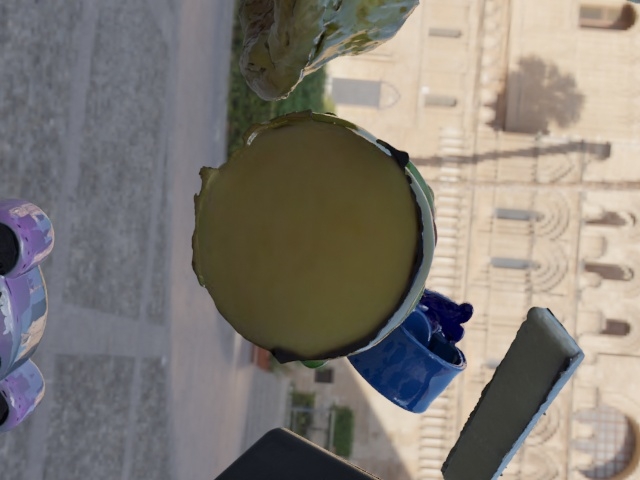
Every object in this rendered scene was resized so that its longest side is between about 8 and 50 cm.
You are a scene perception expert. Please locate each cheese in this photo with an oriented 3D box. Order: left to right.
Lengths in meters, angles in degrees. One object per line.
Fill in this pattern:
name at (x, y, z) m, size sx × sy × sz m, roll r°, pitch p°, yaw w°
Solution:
cheese at (0.234, 0.229, 1.207) m, size 0.085 × 0.034 × 0.400 m, roll 51°, pitch -34°, yaw 29°

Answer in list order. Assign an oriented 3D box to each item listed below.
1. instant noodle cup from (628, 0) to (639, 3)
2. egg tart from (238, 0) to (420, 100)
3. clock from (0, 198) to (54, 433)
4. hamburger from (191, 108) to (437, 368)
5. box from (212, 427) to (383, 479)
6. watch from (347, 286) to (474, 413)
instant noodle cup at (0.440, -0.354, 1.077) m, size 0.185 × 0.168 × 0.169 m, roll -150°, pitch -118°, yaw -62°
egg tart at (0.023, -0.313, 0.883) m, size 0.388 × 0.169 × 0.388 m, roll -167°, pitch -90°, yaw -76°
clock at (-0.340, 0.045, 0.745) m, size 0.090 × 0.247 × 0.228 m, roll -61°, pitch 160°, yaw -73°
hamburger at (0.000, 0.000, 0.872) m, size 0.149 × 0.237 × 0.237 m, roll -1°, pitch 95°, yaw -76°
box at (-0.031, 0.275, 0.943) m, size 0.230 × 0.160 × 0.050 m, roll 12°, pitch -45°, yaw 55°
watch at (0.121, 0.146, 1.393) m, size 0.171 × 0.196 × 0.200 m, roll -60°, pitch 176°, yaw 16°
